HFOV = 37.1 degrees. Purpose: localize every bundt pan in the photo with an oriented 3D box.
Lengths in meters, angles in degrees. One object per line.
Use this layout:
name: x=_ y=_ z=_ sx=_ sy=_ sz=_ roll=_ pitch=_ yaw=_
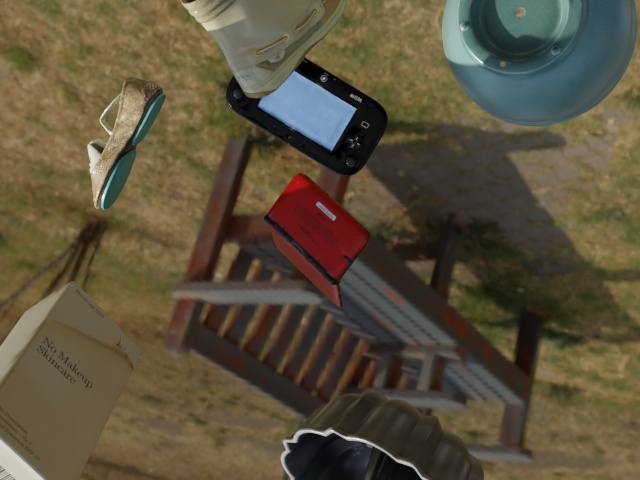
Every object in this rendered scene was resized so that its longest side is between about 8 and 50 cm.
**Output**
bundt pan: x=0.110 y=0.353 z=1.449 sx=0.331 sy=0.124 sz=0.331 roll=23 pitch=142 yaw=19

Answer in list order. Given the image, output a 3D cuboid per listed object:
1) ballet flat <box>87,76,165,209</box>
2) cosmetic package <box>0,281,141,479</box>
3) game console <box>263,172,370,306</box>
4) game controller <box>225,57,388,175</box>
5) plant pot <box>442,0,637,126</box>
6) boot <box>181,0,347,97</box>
ballet flat: x=-0.289 y=-0.142 z=1.356 sx=0.067 sy=0.206 sz=0.073 roll=32 pitch=-162 yaw=4
cosmetic package: x=-0.375 y=0.213 z=1.293 sx=0.113 sy=0.309 sz=0.160 roll=-31 pitch=112 yaw=24
game console: x=0.000 y=0.000 z=1.294 sx=0.144 sy=0.124 sz=0.085 roll=43 pitch=-166 yaw=24
game controller: x=-0.027 y=-0.267 z=1.912 sx=0.319 sy=0.067 sz=0.166 roll=31 pitch=110 yaw=-3
plant pot: x=0.305 y=-0.320 z=1.399 sx=0.293 sy=0.293 sz=0.196 roll=8 pitch=-174 yaw=21
boot: x=-0.075 y=-0.369 z=1.399 sx=0.095 sy=0.262 sz=0.203 roll=19 pitch=156 yaw=45
